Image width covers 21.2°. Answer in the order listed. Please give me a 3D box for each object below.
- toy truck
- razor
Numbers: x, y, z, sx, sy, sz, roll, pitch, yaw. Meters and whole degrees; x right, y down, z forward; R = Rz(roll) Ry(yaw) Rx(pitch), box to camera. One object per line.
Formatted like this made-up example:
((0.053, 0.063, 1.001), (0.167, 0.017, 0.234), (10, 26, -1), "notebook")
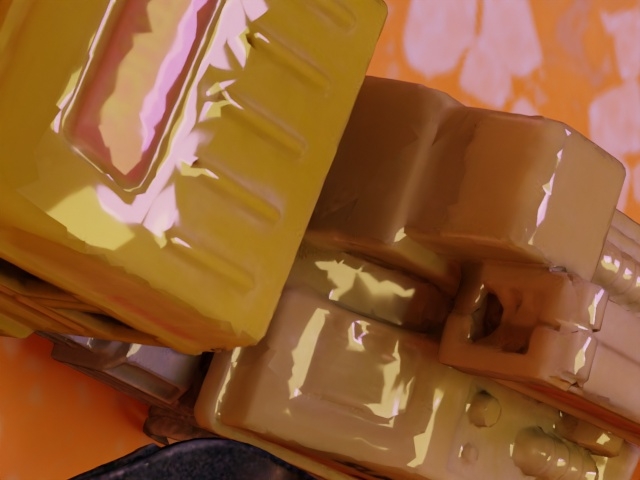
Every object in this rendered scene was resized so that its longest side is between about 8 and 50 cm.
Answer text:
((0.000, 0.000, 0.451), (0.272, 0.157, 0.124), (33, 72, -39), "toy truck")
((-0.085, 0.079, 0.409), (0.190, 0.066, 0.033), (-16, 88, -8), "razor")
